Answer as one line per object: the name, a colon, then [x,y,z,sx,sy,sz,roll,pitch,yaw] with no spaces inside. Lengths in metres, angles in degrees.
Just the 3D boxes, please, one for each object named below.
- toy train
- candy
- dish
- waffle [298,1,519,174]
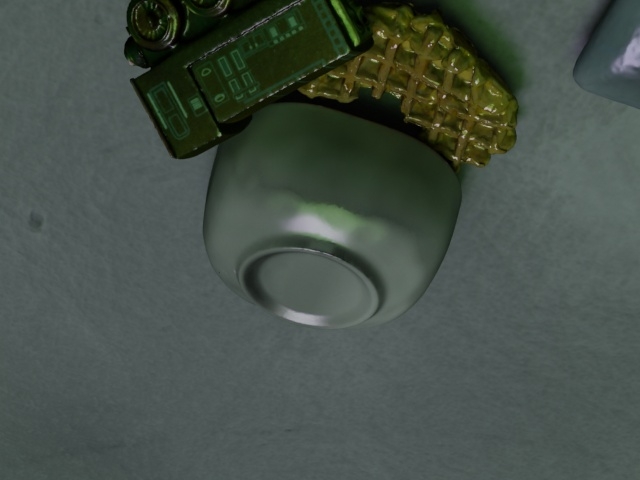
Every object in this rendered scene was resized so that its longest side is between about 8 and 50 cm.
toy train: [-0.057,-0.170,0.848,0.225,0.090,0.137,-24,96,29]
candy: [0.308,-0.151,0.836,0.174,0.071,0.138,20,133,-7]
dish: [0.000,0.000,0.969,0.256,0.117,0.256,9,143,7]
waffle: [0.081,-0.128,0.912,0.149,0.051,0.194,-23,130,40]
